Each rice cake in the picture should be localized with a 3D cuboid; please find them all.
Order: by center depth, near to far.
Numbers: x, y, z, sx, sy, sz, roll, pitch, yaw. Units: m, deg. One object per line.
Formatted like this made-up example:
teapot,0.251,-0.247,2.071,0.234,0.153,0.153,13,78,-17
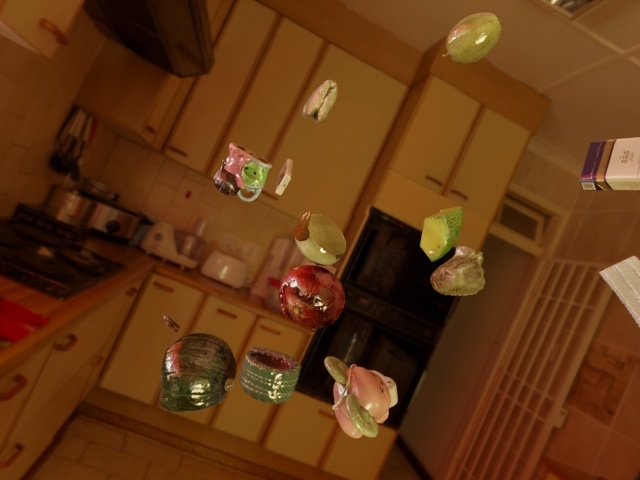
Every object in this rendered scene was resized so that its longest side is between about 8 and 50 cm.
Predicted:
rice cake,0.961,0.162,1.390,0.043,0.127,0.237,30,35,-50

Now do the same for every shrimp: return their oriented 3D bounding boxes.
shrimp,-0.579,0.330,1.812,0.092,0.029,0.038,51,19,-38

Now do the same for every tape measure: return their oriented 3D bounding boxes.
tape measure,0.206,0.706,2.148,0.258,0.130,0.265,-15,14,-25

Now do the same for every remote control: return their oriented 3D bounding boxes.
remote control,-0.137,-0.247,1.776,0.029,0.087,0.190,27,27,-14

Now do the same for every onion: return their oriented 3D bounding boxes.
onion,-0.032,0.221,1.887,0.276,0.276,0.276,25,-2,1

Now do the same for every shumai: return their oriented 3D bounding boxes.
shumai,0.586,0.121,1.998,0.225,0.222,0.260,-11,-15,35

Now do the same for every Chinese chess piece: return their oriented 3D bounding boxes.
Chinese chess piece,0.000,0.000,1.922,0.238,0.092,0.238,30,36,-25

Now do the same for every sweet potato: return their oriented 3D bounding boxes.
sweet potato,-0.066,-0.036,1.695,0.058,0.078,0.255,34,-16,4

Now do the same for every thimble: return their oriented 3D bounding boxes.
thimble,-0.119,0.313,1.081,0.135,0.090,0.118,17,8,-1

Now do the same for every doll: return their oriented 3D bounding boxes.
doll,0.108,0.521,1.509,0.268,0.216,0.284,43,12,-45

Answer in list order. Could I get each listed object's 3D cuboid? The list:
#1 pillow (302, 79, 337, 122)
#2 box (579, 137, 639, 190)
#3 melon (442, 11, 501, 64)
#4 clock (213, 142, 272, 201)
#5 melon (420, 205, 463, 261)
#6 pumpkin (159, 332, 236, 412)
pillow,0.001,-0.432,1.455,0.078,0.134,0.181,30,9,-11
box,0.961,-0.236,1.437,0.259,0.168,0.071,6,-27,48
melon,0.483,-0.645,1.494,0.192,0.139,0.139,-27,-32,26
clock,-0.305,-0.251,1.801,0.194,0.195,0.100,33,17,3
melon,0.485,-0.059,1.790,0.124,0.196,0.323,24,29,21
pumpkin,-0.443,0.452,1.681,0.263,0.197,0.293,2,22,4
